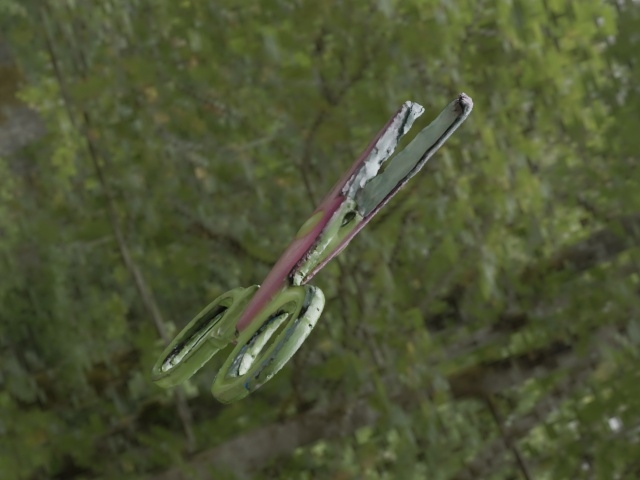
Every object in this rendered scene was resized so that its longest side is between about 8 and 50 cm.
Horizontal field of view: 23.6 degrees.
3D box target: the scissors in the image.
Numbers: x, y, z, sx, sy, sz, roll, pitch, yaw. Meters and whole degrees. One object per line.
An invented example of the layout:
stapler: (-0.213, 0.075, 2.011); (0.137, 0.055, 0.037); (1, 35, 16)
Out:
scissors: (0.000, 0.000, 0.697); (0.020, 0.187, 0.133); (46, -18, -16)
